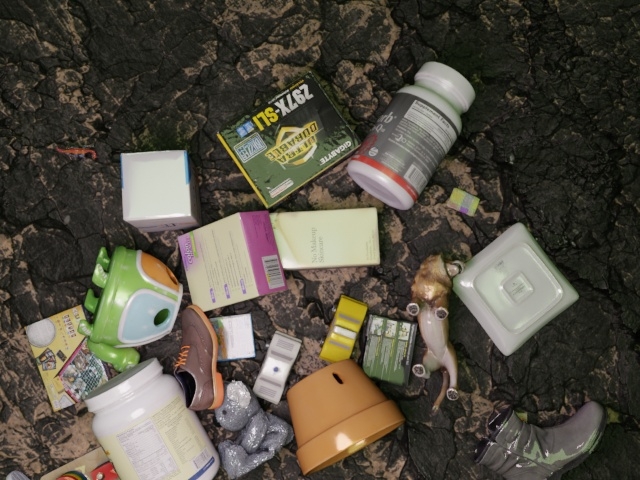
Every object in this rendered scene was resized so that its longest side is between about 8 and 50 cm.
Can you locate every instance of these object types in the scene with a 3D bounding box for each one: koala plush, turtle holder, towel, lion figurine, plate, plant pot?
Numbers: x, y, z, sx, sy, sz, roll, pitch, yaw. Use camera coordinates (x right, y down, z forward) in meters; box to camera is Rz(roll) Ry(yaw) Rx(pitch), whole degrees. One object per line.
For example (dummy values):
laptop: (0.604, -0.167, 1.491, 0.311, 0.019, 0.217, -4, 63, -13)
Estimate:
koala plush: (-0.198, 0.463, 1.670, 0.203, 0.196, 0.221, -25, 85, -19)
turtle holder: (-0.492, 0.184, 1.655, 0.227, 0.243, 0.321, 16, 80, -19)
towel: (0.406, -0.110, 1.822, 0.083, 0.009, 0.060, 23, 84, 0)
lion figurine: (0.310, 0.238, 1.715, 0.142, 0.240, 0.393, 2, 101, 15)
plate: (0.542, 0.132, 1.786, 0.277, 0.045, 0.278, -37, 86, -4)
plant pot: (0.043, 0.439, 1.640, 0.290, 0.291, 0.204, -28, 70, -4)

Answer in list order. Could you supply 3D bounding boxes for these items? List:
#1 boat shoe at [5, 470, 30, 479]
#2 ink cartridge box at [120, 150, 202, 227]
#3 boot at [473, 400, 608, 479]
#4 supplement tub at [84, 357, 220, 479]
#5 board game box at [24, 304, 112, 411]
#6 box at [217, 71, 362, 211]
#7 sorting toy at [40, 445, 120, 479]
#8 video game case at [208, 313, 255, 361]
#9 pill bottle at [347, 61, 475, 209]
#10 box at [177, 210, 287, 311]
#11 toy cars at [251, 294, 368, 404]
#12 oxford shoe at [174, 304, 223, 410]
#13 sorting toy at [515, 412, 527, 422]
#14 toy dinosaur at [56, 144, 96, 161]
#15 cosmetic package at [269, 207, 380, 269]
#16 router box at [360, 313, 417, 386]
boat shoe: (-0.767, 0.714, 1.670, 0.075, 0.083, 0.226, -37, 82, 1)
ink cartridge box: (-0.412, -0.124, 1.687, 0.168, 0.233, 0.172, -5, 84, -4)
boot: (0.583, 0.515, 1.706, 0.222, 0.118, 0.338, 39, 89, 3)
supplement tub: (-0.422, 0.485, 1.609, 0.235, 0.235, 0.325, -28, 94, -4)
board game box: (-0.676, 0.316, 1.733, 0.164, 0.042, 0.244, -21, 85, -4)
box: (-0.085, -0.276, 1.790, 0.321, 0.079, 0.257, -34, 85, -4)
sorting toy: (-0.575, 0.686, 1.677, 0.255, 0.089, 0.257, -26, 86, -4)
video game case: (-0.267, 0.270, 1.763, 0.166, 0.015, 0.119, -7, 85, -3)
pill bottle: (0.250, -0.283, 1.734, 0.210, 0.210, 0.363, 34, 84, 2)
box: (-0.232, 0.058, 1.672, 0.242, 0.117, 0.214, -18, 84, 36)
toy cars: (-0.028, 0.295, 1.732, 0.393, 0.087, 0.177, -28, 86, -4)
oxford shoe: (-0.320, 0.293, 1.622, 0.096, 0.098, 0.272, -32, 67, 38)
sorting toy: (0.555, 0.507, 1.767, 0.083, 0.012, 0.062, 2, 84, -1)
toy dinosaur: (-0.665, -0.240, 1.775, 0.082, 0.090, 0.047, 3, 101, 30)
cosmetic package: (0.000, 0.000, 1.749, 0.309, 0.113, 0.160, -4, 85, -3)
router box: (0.185, 0.301, 1.758, 0.133, 0.046, 0.179, 11, 84, -1)
